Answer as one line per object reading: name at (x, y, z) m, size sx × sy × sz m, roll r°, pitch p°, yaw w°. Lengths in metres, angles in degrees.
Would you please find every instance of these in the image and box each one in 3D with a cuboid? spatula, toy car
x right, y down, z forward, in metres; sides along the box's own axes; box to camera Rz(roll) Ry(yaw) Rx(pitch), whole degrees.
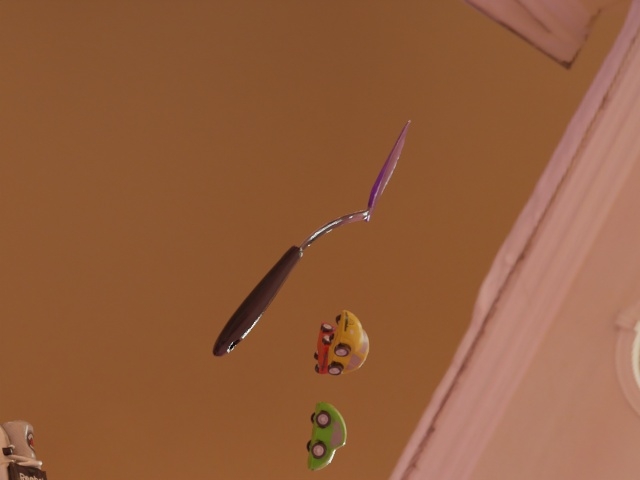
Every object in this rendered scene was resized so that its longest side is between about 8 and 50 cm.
spatula at (0.000, 0.000, 0.650) m, size 0.296 × 0.030 × 0.084 m, roll -45°, pitch -15°, yaw -20°
toy car at (0.021, 0.225, 0.999) m, size 0.053 × 0.239 × 0.225 m, roll 11°, pitch -104°, yaw -6°

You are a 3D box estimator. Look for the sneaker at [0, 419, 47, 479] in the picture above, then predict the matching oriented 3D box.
sneaker at (-0.371, 0.289, 0.782) m, size 0.146 × 0.330 × 0.122 m, roll -50°, pitch -20°, yaw -24°
